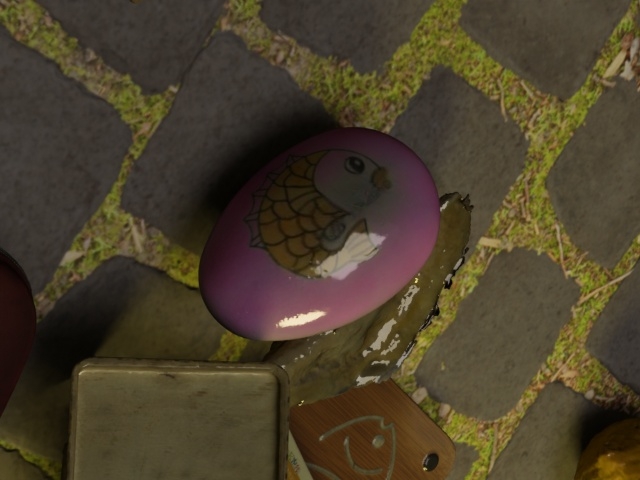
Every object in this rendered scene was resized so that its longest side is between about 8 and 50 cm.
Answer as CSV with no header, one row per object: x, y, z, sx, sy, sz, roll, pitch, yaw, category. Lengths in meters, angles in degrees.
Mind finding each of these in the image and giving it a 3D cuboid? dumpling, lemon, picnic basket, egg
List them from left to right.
-0.152,0.279,1.787,0.228,0.175,0.313,3,81,-8,picnic basket
0.000,0.000,1.853,0.271,0.196,0.196,-47,132,-7,egg
0.045,0.081,2.004,0.332,0.086,0.166,-39,144,-15,dumpling
0.441,0.332,2.368,0.256,0.188,0.188,33,92,-38,lemon

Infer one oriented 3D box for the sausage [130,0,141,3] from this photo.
-0.205,-0.272,1.666,0.024,0.024,0.132,-47,132,-7,sausage

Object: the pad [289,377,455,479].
0.017,0.292,2.112,0.284,0.018,0.286,-52,129,-11,pad

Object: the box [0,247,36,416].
-0.450,0.081,1.612,0.404,0.108,0.263,22,100,-42,box

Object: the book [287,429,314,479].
-0.096,0.368,1.984,0.295,0.020,0.208,-47,129,-32,book
